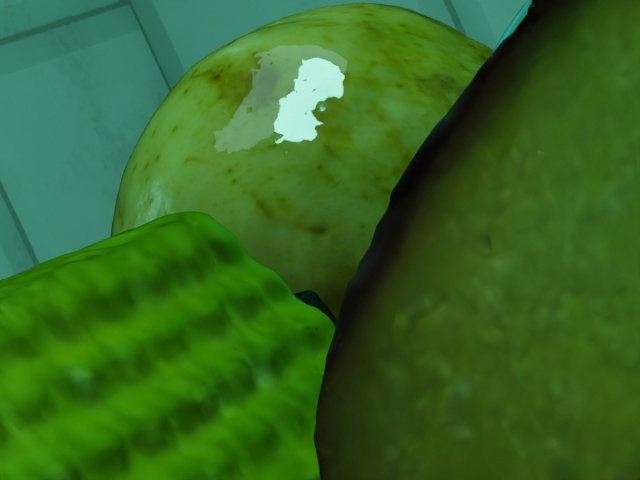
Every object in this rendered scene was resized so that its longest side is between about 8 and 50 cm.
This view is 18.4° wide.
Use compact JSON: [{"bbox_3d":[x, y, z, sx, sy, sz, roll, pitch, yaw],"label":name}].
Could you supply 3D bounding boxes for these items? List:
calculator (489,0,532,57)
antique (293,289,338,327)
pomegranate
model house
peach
[{"bbox_3d":[0.208,-0.040,1.368,0.054,0.256,0.386,-40,15,37],"label":"calculator"},{"bbox_3d":[0.050,0.116,1.115,0.322,0.185,0.255,-24,10,-3],"label":"antique"},{"bbox_3d":[0.000,0.000,1.508,0.410,0.410,0.410,-25,2,1],"label":"pomegranate"},{"bbox_3d":[-0.084,0.135,0.718,0.216,0.303,0.237,-15,6,31],"label":"model house"},{"bbox_3d":[0.147,0.031,0.434,0.281,0.281,0.338,-26,-25,-23],"label":"peach"}]
